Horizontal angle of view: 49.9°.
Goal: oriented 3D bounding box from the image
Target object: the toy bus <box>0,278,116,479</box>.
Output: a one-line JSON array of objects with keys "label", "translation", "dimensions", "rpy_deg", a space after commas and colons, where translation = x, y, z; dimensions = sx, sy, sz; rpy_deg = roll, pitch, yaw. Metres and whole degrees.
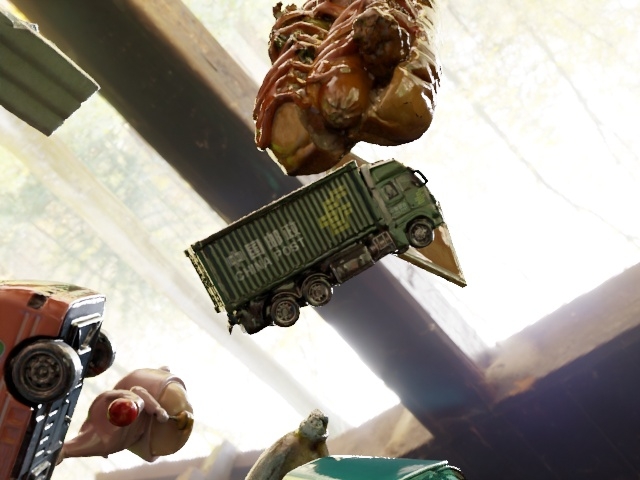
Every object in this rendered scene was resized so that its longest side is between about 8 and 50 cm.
[{"label": "toy bus", "translation": [-0.435, 0.247, 0.876], "dimensions": [0.203, 0.233, 0.427], "rpy_deg": [141, -32, -87]}]

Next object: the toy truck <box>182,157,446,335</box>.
[{"label": "toy truck", "translation": [0.000, 0.000, 0.730], "dimensions": [0.259, 0.121, 0.088], "rpy_deg": [-29, -177, -18]}]

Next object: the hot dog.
[{"label": "hot dog", "translation": [0.028, -0.174, 0.617], "dimensions": [0.158, 0.117, 0.349], "rpy_deg": [-15, -154, 18]}]

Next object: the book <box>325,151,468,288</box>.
[{"label": "book", "translation": [0.101, -0.037, 0.953], "dimensions": [0.018, 0.242, 0.170], "rpy_deg": [-41, -140, 31]}]

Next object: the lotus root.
[{"label": "lotus root", "translation": [-0.062, 0.478, 1.354], "dimensions": [0.322, 0.158, 0.140], "rpy_deg": [-64, 165, -3]}]

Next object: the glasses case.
[{"label": "glasses case", "translation": [0.051, 0.307, 0.846], "dimensions": [0.117, 0.070, 0.301], "rpy_deg": [-21, 173, -28]}]

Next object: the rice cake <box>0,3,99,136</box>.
[{"label": "rice cake", "translation": [-0.426, -0.243, 0.952], "dimensions": [0.127, 0.237, 0.043], "rpy_deg": [-47, -125, 1]}]

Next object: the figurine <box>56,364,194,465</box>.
[{"label": "figurine", "translation": [-0.304, 0.306, 1.145], "dimensions": [0.287, 0.186, 0.176], "rpy_deg": [30, 78, -74]}]
